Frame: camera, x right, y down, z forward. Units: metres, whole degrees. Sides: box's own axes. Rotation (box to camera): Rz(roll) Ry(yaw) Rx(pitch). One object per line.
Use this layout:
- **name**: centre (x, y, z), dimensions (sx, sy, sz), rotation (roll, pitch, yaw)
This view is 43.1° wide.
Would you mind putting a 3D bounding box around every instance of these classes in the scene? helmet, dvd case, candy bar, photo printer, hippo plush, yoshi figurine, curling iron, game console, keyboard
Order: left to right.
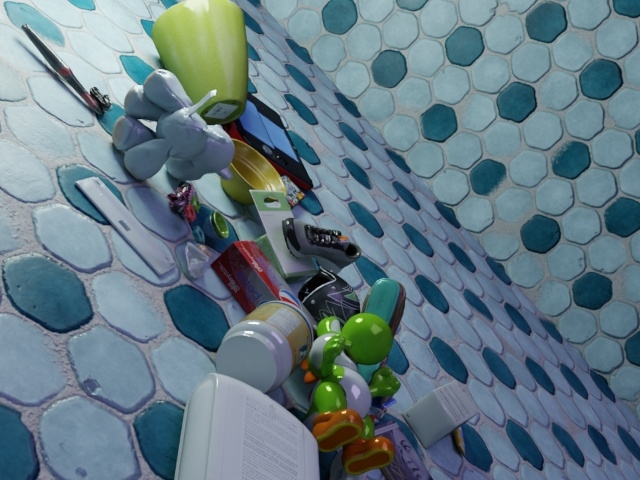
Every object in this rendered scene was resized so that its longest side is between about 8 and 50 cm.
- **curling iron**: centre (-0.592, -0.394, 1.884), dimensions (0.274, 0.035, 0.068), rotation (44, 17, -9)
- **keyboard**: centre (-0.395, -0.031, 1.647), dimensions (0.256, 0.014, 0.072), rotation (47, 26, 2)
- **hippo plush**: centre (-0.307, -0.255, 1.877), dimensions (0.237, 0.294, 0.234), rotation (19, 56, -64)
- **photo printer**: centre (-0.114, 0.369, 1.326), dimensions (0.256, 0.107, 0.307), rotation (37, 22, -23)
- **game console**: centre (-0.188, -0.346, 2.525), dimensions (0.342, 0.060, 0.386), rotation (25, 31, -43)
- **helmet**: centre (0.012, 0.156, 1.872), dimensions (0.169, 0.169, 0.161), rotation (33, 11, -32)
- **yoshi figurine**: centre (0.074, 0.265, 1.607), dimensions (0.203, 0.203, 0.362), rotation (6, 34, -10)
- **dvd case**: centre (0.185, 0.500, 1.777), dimensions (0.221, 0.018, 0.165), rotation (55, 23, 21)
- **candy bar**: centre (0.356, 0.494, 2.101), dimensions (0.040, 0.018, 0.161), rotation (60, 15, -23)

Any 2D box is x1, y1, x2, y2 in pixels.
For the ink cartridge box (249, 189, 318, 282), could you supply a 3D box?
- **ink cartridge box**: centre (-0.106, -0.009, 2.016), dimensions (0.171, 0.056, 0.235), rotation (-4, 66, -63)

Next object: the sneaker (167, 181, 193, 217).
- **sneaker**: centre (-0.325, -0.103, 1.865), dimensions (0.057, 0.047, 0.119), rotation (22, 29, -26)

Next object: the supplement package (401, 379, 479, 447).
- **supplement package**: centre (0.299, 0.426, 2.003), dimensions (0.105, 0.105, 0.179), rotation (56, 23, 17)

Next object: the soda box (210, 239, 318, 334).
- **soda box**: centre (-0.120, 0.124, 1.783), dimensions (0.263, 0.083, 0.092), rotation (51, 22, 13)

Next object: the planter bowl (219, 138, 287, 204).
- **planter bowl**: centre (-0.198, -0.159, 2.127), dimensions (0.217, 0.090, 0.217), rotation (39, 22, -20)

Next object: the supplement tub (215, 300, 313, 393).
- **supplement tub**: centre (-0.107, 0.209, 1.572), dimensions (0.144, 0.144, 0.200), rotation (48, 22, 2)

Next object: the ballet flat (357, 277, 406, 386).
- **ballet flat**: centre (0.107, 0.247, 1.814), dimensions (0.342, 0.116, 0.124), rotation (-66, 154, -26)

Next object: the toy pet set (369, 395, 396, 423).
- **toy pet set**: centre (0.109, 0.362, 1.856), dimensions (0.114, 0.065, 0.122), rotation (-22, 56, -34)

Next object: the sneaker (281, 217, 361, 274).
- **sneaker**: centre (0.000, 0.000, 2.022), dimensions (0.272, 0.108, 0.100), rotation (27, 44, -49)

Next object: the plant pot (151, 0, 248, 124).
- **plant pot**: centre (-0.317, -0.488, 2.315), dimensions (0.275, 0.275, 0.293), rotation (12, 56, -55)

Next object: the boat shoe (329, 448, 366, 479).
- **boat shoe**: centre (0.061, 0.459, 1.563), dimensions (0.063, 0.066, 0.184), rotation (57, 17, -13)

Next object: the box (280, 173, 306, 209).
- **box**: centre (-0.098, -0.140, 2.368), dimensions (0.094, 0.027, 0.137), rotation (47, 21, -2)

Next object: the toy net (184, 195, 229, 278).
- **toy net**: centre (-0.256, -0.009, 1.762), dimensions (0.232, 0.045, 0.122), rotation (-87, 155, -59)
